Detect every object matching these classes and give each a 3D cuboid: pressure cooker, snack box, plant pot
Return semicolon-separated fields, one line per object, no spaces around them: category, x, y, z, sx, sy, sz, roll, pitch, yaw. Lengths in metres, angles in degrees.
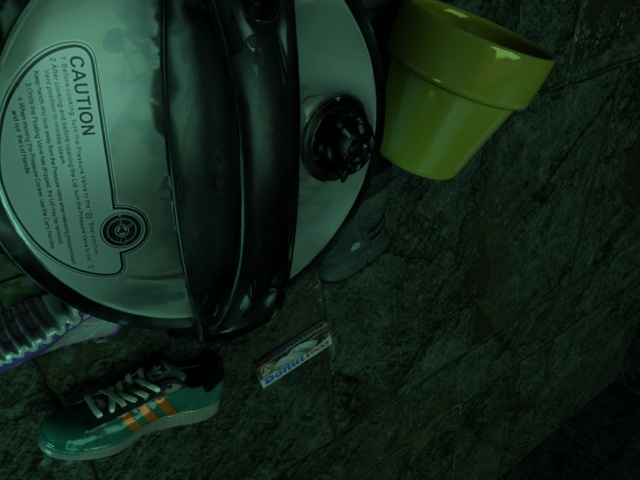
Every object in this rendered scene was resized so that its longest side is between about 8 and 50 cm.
pressure cooker;-0.144;-0.129;0.477;0.375;0.420;0.370;-49;135;-3
snack box;-0.056;0.237;1.033;0.178;0.022;0.064;-29;131;-22
plant pot;0.210;-0.242;0.825;0.254;0.254;0.239;-5;132;-36

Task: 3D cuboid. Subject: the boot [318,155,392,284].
boot;0.000;0.000;0.882;0.338;0.118;0.222;-23;132;-21

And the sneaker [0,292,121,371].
sneaker;-0.344;0.114;0.695;0.236;0.095;0.104;-34;139;-19

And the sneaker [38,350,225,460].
sneaker;-0.293;0.251;0.806;0.302;0.108;0.121;-4;117;-45
